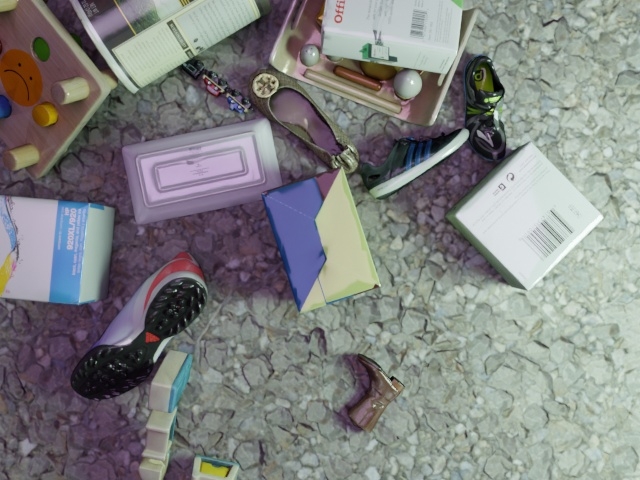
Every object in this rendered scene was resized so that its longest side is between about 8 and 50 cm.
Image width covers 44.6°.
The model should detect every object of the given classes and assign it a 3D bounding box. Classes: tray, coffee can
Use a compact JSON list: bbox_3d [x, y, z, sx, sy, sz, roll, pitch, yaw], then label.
[{"bbox_3d":[-0.211,-0.124,1.381,0.270,0.030,0.145,-12,89,0],"label":"tray"},{"bbox_3d":[-0.248,-0.400,1.297,0.275,0.201,0.201,-31,90,0],"label":"coffee can"}]

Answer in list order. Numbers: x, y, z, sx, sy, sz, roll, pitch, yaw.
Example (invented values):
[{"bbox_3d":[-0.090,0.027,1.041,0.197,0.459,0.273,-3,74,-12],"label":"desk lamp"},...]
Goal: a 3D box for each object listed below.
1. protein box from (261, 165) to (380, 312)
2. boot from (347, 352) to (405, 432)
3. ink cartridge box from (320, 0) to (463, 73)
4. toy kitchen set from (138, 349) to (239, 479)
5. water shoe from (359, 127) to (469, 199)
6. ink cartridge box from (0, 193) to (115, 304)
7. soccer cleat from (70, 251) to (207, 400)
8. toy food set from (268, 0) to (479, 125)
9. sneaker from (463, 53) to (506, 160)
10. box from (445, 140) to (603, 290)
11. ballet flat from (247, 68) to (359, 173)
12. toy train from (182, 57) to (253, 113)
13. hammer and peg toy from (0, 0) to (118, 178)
[{"bbox_3d":[0.000,0.000,1.294,0.136,0.201,0.199,-18,90,0],"label":"protein box"},{"bbox_3d":[0.076,0.272,1.378,0.106,0.037,0.114,39,94,2],"label":"boot"},{"bbox_3d":[0.116,-0.376,1.274,0.219,0.092,0.160,9,78,-1],"label":"ink cartridge box"},{"bbox_3d":[-0.212,0.322,1.355,0.166,0.122,0.207,12,110,0],"label":"toy kitchen set"},{"bbox_3d":[0.163,-0.153,1.359,0.203,0.073,0.080,-33,87,-1],"label":"water shoe"},{"bbox_3d":[-0.487,0.012,1.310,0.233,0.171,0.168,5,90,0],"label":"ink cartridge box"},{"bbox_3d":[-0.314,0.152,1.356,0.108,0.116,0.318,36,108,-27],"label":"soccer cleat"},{"bbox_3d":[0.091,-0.352,1.350,0.306,0.092,0.219,22,90,0],"label":"toy food set"},{"bbox_3d":[0.286,-0.231,1.356,0.067,0.078,0.188,-8,90,0],"label":"sneaker"},{"bbox_3d":[0.343,-0.040,1.335,0.181,0.119,0.182,-44,89,0],"label":"box"},{"bbox_3d":[-0.029,-0.210,1.366,0.250,0.058,0.084,45,89,0],"label":"ballet flat"},{"bbox_3d":[-0.186,-0.275,1.383,0.158,0.027,0.036,38,93,1],"label":"toy train"},{"bbox_3d":[-0.525,-0.308,1.294,0.361,0.127,0.266,50,125,1],"label":"hammer and peg toy"}]
